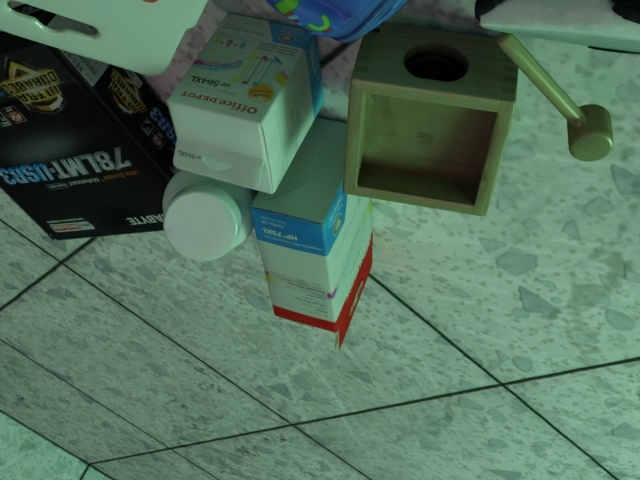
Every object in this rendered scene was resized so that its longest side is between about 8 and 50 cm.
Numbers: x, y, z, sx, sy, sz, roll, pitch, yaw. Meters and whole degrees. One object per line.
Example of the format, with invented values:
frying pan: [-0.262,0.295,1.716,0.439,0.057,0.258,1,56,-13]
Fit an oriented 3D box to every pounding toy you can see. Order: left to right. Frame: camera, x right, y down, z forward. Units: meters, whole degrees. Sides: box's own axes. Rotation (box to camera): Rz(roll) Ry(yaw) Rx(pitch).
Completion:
pounding toy: [0.130,-0.116,0.653,0.205,0.094,0.181,10,139,6]

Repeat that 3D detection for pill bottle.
pill bottle: [-0.104,-0.044,0.806,0.094,0.169,0.094,1,113,3]

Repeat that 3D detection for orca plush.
orca plush: [0.245,-0.166,0.488,0.287,0.151,0.102,14,102,29]

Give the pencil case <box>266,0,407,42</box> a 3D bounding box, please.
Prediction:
pencil case: [0.074,-0.231,0.491,0.119,0.133,0.306,1,164,-38]

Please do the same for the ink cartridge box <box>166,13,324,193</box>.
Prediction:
ink cartridge box: [-0.066,-0.118,0.720,0.092,0.143,0.090,14,145,15]

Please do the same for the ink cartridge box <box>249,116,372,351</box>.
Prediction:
ink cartridge box: [0.000,0.000,0.845,0.077,0.134,0.231,14,144,15]

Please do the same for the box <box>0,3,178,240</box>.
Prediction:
box: [-0.301,-0.123,0.933,0.295,0.073,0.293,-2,137,36]

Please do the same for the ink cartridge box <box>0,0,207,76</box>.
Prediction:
ink cartridge box: [-0.142,-0.274,0.529,0.207,0.119,0.353,14,151,-23]
